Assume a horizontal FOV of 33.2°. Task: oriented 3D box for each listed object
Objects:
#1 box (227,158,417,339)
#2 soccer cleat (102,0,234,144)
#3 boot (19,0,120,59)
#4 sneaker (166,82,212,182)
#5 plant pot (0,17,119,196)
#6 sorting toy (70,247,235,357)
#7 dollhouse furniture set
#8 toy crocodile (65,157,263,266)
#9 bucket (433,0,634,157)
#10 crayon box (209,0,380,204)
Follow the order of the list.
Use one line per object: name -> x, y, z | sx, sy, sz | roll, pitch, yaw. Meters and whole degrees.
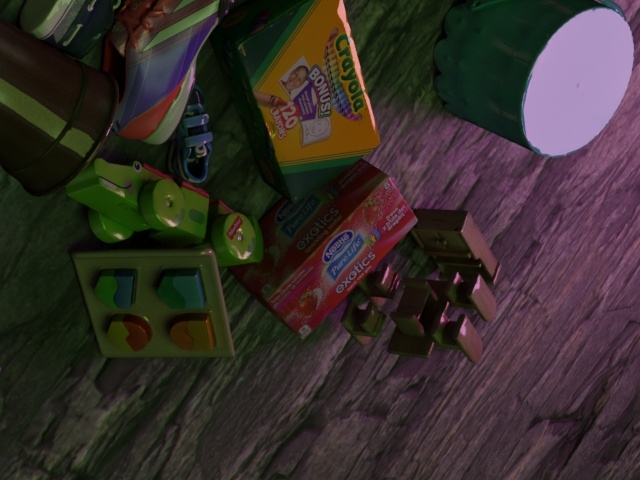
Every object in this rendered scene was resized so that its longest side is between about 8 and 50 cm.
box -> 0.000, 0.000, 1.589 | 0.257, 0.128, 0.122 | -45, 137, -7
soccer cleat -> -0.188, -0.267, 1.275 | 0.116, 0.108, 0.318 | 8, 114, -39
boot -> -0.258, -0.300, 1.226 | 0.190, 0.069, 0.086 | -51, 145, 10
sneaker -> -0.167, -0.141, 1.405 | 0.053, 0.059, 0.144 | -17, 126, -29
plant pot -> -0.339, -0.158, 1.182 | 0.165, 0.167, 0.167 | 35, 92, -40
sorting toy -> -0.223, 0.093, 1.445 | 0.193, 0.038, 0.208 | -1, 131, 8
dollhouse furniture set -> 0.190, 0.093, 1.760 | 0.161, 0.212, 0.242 | 53, 52, -45
toy crocodile -> -0.193, -0.035, 1.418 | 0.340, 0.115, 0.105 | 27, 57, -45
bucket -> 0.334, -0.272, 1.656 | 0.281, 0.183, 0.281 | -21, 129, -29
crayon box -> -0.030, -0.207, 1.462 | 0.165, 0.081, 0.278 | -36, 134, -17
